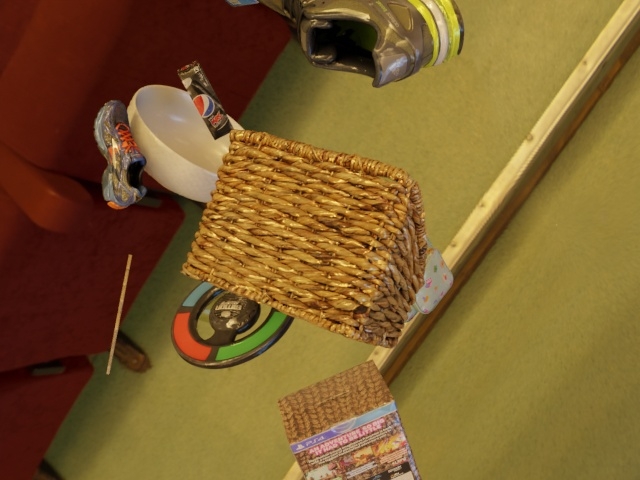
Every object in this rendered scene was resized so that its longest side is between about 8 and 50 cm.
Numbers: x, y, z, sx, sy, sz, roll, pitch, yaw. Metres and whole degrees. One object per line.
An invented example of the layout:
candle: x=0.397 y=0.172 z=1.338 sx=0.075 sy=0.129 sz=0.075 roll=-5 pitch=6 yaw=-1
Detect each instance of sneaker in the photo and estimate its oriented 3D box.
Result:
sneaker: x=0.007 y=-0.261 z=0.682 sx=0.300 sy=0.121 sz=0.111 roll=34 pitch=147 yaw=31
sneaker: x=-0.397 y=-0.178 z=1.256 sx=0.087 sy=0.083 sz=0.221 roll=-5 pitch=96 yaw=26

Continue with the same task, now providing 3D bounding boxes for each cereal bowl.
cereal bowl: x=-0.307 y=-0.205 z=1.443 sx=0.339 sy=0.339 sz=0.141 roll=46 pitch=118 yaw=14

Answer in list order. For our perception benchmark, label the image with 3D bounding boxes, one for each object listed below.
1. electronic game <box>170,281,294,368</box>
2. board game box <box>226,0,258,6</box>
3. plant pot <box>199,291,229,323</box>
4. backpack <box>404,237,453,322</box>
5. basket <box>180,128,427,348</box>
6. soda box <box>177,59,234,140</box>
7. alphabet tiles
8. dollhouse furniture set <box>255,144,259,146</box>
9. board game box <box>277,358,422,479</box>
electronic game: x=-0.146 y=0.121 z=1.040 sx=0.229 sy=0.229 sz=0.048 roll=-3 pitch=132 yaw=21
board game box: x=-0.237 y=-0.758 z=1.418 sx=0.086 sy=0.308 sz=0.301 roll=6 pitch=85 yaw=30
plant pot: x=-0.239 y=0.148 z=1.331 sx=0.083 sy=0.079 sz=0.083 roll=-14 pitch=70 yaw=43
backpack: x=0.194 y=0.090 z=1.375 sx=0.188 sy=0.166 sz=0.144 roll=-47 pitch=43 yaw=-11
basket: x=0.000 y=0.000 z=0.867 sx=0.299 sy=0.213 sz=0.223 roll=16 pitch=85 yaw=29
soda box: x=-0.258 y=-0.315 z=1.384 sx=0.053 sy=0.060 sz=0.169 roll=-28 pitch=118 yaw=-2
alphabet tiles: x=-0.432 y=0.146 z=1.328 sx=0.237 sy=0.009 sz=0.198 roll=119 pitch=156 yaw=-45
dollhouse furniture set: x=-0.092 y=-0.158 z=1.268 sx=0.081 sy=0.114 sz=0.091 roll=-9 pitch=123 yaw=29
board game box: x=0.068 y=0.449 z=1.351 sx=0.232 sy=0.141 sz=0.291 roll=-22 pitch=120 yaw=-4
